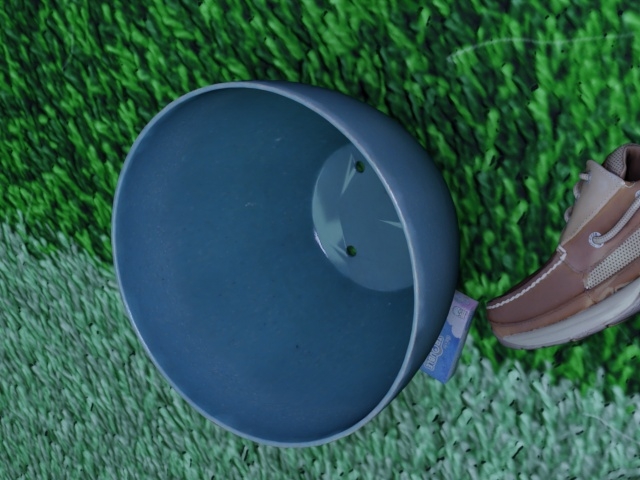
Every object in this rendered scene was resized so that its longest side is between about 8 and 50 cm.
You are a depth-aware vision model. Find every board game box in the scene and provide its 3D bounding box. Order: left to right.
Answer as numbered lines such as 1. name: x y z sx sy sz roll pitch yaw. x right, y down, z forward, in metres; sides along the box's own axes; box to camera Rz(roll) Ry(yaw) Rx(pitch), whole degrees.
1. board game box: 0.090 0.072 1.226 0.090 0.020 0.090 29 128 21

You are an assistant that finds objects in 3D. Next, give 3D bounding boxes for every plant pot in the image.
1. plant pot: 0.000 0.000 1.120 0.290 0.195 0.290 10 109 31

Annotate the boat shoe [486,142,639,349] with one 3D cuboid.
1. boat shoe: 0.244 -0.016 1.005 0.324 0.123 0.116 -33 83 40
